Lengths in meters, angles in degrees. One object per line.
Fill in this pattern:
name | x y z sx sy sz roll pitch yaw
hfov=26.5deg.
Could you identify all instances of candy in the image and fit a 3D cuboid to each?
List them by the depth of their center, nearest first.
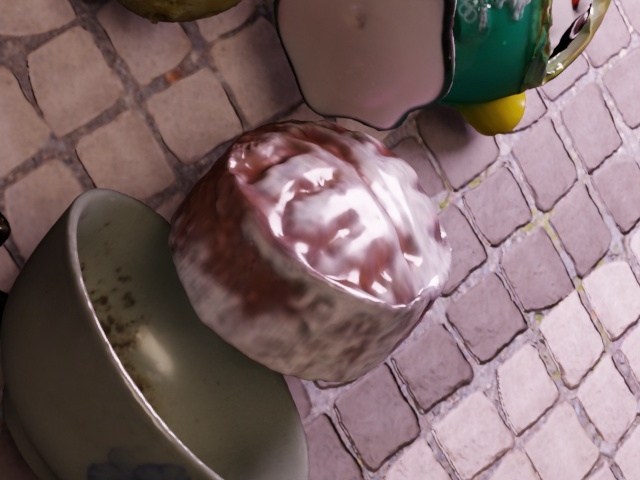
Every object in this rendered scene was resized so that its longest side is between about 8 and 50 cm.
candy | 0.000 0.000 1.126 0.214 0.157 0.289 42 25 7

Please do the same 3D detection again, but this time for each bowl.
bowl | -0.148 0.116 1.045 0.146 0.289 0.289 -35 108 14

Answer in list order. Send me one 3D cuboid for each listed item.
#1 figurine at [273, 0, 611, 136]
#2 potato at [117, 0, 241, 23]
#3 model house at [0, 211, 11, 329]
figurine | 0.127 -0.235 1.256 0.340 0.231 0.323 -24 121 -50
potato | -0.093 -0.323 1.154 0.210 0.173 0.307 50 59 -15
model house | -0.292 0.023 1.016 0.152 0.106 0.165 34 71 -23
